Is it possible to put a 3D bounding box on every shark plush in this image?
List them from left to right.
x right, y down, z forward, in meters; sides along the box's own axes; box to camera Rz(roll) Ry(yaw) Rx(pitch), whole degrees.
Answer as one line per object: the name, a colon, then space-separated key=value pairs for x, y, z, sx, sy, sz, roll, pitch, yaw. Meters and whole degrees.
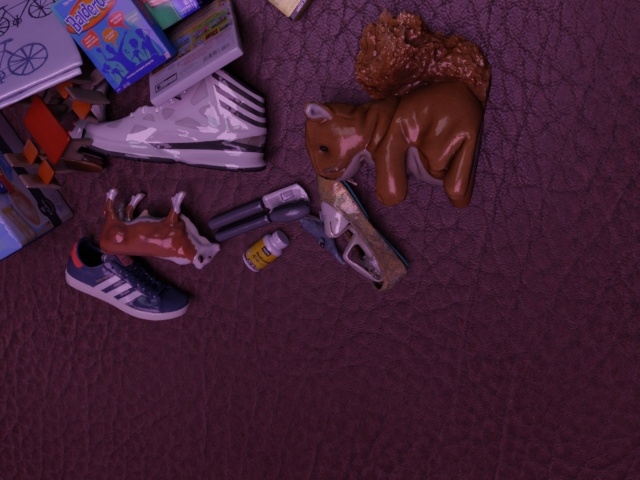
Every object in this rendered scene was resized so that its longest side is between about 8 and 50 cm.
shark plush: x=0.000 y=0.000 z=1.428 sx=0.073 sy=0.067 sz=0.161 roll=-22 pitch=107 yaw=17

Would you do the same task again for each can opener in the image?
can opener: x=-0.155 y=-0.065 z=1.422 sx=0.280 sy=0.093 sz=0.074 roll=-17 pitch=109 yaw=21

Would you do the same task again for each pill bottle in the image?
pill bottle: x=-0.138 y=0.024 z=1.464 sx=0.116 sy=0.065 sz=0.065 roll=-37 pitch=102 yaw=21

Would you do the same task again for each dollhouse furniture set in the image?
dollhouse furniture set: x=-0.641 y=-0.284 z=1.288 sx=0.259 sy=0.135 sz=0.262 roll=48 pitch=114 yaw=18

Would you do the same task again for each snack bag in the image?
snack bag: x=-0.699 y=-0.425 z=1.242 sx=0.323 sy=0.037 sz=0.342 roll=-26 pitch=66 yaw=-2

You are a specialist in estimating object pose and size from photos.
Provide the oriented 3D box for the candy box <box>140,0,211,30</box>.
candy box: x=-0.431 y=-0.584 z=1.208 sx=0.268 sy=0.122 sz=0.317 roll=-24 pitch=115 yaw=17

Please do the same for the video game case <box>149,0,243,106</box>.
video game case: x=-0.277 y=-0.414 z=1.242 sx=0.227 sy=0.206 sz=0.026 roll=-26 pitch=143 yaw=16

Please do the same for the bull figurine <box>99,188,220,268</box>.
bull figurine: x=-0.407 y=-0.028 z=1.445 sx=0.310 sy=0.101 sz=0.188 roll=3 pitch=86 yaw=2

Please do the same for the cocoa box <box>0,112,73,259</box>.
cocoa box: x=-0.861 y=-0.121 z=1.442 sx=0.231 sy=0.228 sz=0.347 roll=-25 pitch=106 yaw=19

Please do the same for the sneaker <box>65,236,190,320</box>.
sneaker: x=-0.510 y=0.093 z=1.523 sx=0.350 sy=0.131 sz=0.148 roll=19 pitch=116 yaw=1

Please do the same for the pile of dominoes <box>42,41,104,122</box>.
pile of dominoes: x=-0.602 y=-0.406 z=1.361 sx=0.251 sy=0.040 sz=0.196 roll=-30 pitch=82 yaw=27

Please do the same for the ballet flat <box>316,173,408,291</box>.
ballet flat: x=0.079 y=-0.017 z=1.372 sx=0.123 sy=0.123 sz=0.348 roll=-33 pitch=106 yaw=20

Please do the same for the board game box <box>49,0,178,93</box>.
board game box: x=-0.429 y=-0.440 z=1.197 sx=0.160 sy=0.047 sz=0.210 roll=-27 pitch=115 yaw=19

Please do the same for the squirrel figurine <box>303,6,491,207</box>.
squirrel figurine: x=0.157 y=-0.270 z=1.220 sx=0.370 sy=0.281 sz=0.397 roll=11 pitch=100 yaw=17

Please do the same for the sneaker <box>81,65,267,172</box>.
sneaker: x=-0.334 y=-0.307 z=1.338 sx=0.447 sy=0.169 sz=0.257 roll=7 pitch=99 yaw=7

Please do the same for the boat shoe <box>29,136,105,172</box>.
boat shoe: x=-0.647 y=-0.221 z=1.450 sx=0.207 sy=0.073 sz=0.073 roll=9 pitch=73 yaw=0

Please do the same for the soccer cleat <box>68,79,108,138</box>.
soccer cleat: x=-0.549 y=-0.310 z=1.402 sx=0.076 sy=0.068 sz=0.196 roll=32 pitch=120 yaw=-11

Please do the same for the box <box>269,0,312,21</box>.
box: x=-0.118 y=-0.576 z=1.217 sx=0.232 sy=0.058 sz=0.087 roll=37 pitch=113 yaw=-7
